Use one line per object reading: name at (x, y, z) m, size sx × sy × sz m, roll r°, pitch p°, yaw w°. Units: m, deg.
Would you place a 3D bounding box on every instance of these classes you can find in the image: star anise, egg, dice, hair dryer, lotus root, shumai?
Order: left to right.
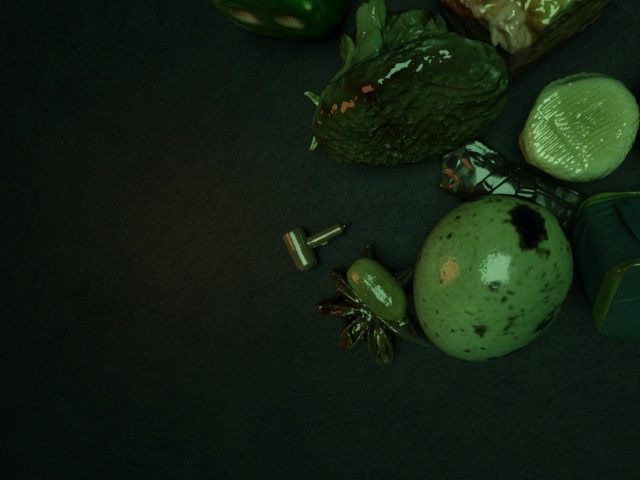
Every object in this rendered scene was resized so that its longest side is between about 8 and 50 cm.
dice at (-0.092, -0.655, 0.920) m, size 0.301 × 0.287 × 0.296 m, roll 16°, pitch 102°, yaw 16°
hair dryer at (0.000, 0.000, 1.065) m, size 0.182 × 0.064 × 0.117 m, roll -26°, pitch 87°, yaw 13°
star anise at (0.141, 0.164, 1.007) m, size 0.316 × 0.108 × 0.314 m, roll 1°, pitch 92°, yaw 17°
lotus root at (0.136, 0.119, 0.909) m, size 0.090 × 0.077 × 0.183 m, roll -41°, pitch 78°, yaw 14°
shumai at (0.168, -0.355, 0.852) m, size 0.398 × 0.324 × 0.322 m, roll -18°, pitch 65°, yaw 39°
egg at (0.341, 0.086, 0.831) m, size 0.288 × 0.287 × 0.378 m, roll 13°, pitch 118°, yaw 17°

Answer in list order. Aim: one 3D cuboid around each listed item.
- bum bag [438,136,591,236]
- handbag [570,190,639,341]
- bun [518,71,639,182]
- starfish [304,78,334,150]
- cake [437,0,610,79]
bum bag at (0.417, -0.112, 0.898) m, size 0.341 × 0.095 × 0.143 m, roll 33°, pitch 101°, yaw 10°
handbag at (0.619, 0.042, 0.733) m, size 0.264 × 0.241 × 0.222 m, roll -2°, pitch 126°, yaw 17°
bun at (0.526, -0.229, 0.830) m, size 0.221 × 0.134 × 0.220 m, roll 1°, pitch 99°, yaw 7°
starfish at (0.035, -0.293, 1.019) m, size 0.176 × 0.053 × 0.208 m, roll -40°, pitch 96°, yaw -1°
cake at (0.384, -0.513, 0.765) m, size 0.293 × 0.307 × 0.314 m, roll -37°, pitch 84°, yaw 22°
